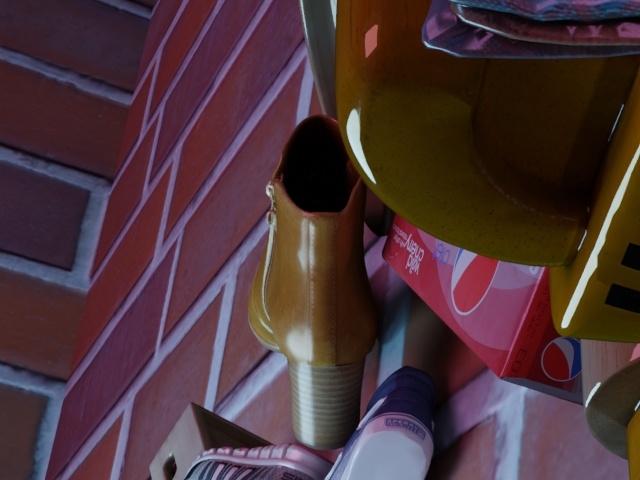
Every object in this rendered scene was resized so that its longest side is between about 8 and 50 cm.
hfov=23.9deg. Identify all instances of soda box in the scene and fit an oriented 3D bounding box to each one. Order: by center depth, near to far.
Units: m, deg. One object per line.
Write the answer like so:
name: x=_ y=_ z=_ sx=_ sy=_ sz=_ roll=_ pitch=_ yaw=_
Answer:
soda box: x=0.117 y=0.013 z=0.912 sx=0.263 sy=0.083 sz=0.092 roll=-133 pitch=62 yaw=-71

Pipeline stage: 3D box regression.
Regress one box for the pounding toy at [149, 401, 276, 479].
pounding toy: x=-0.078 y=0.220 z=1.293 sx=0.100 sy=0.130 sz=0.141 roll=-57 pitch=18 yaw=7

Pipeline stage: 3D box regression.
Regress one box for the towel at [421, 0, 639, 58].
towel: x=0.223 y=-0.145 z=0.316 sx=0.370 sy=0.040 sz=0.271 roll=4 pitch=53 yaw=37

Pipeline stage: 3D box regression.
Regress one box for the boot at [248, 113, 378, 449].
boot: x=-0.001 y=0.000 z=1.155 sx=0.295 sy=0.104 sz=0.211 roll=-103 pitch=12 yaw=-65

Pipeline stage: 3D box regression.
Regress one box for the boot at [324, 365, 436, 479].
boot: x=0.034 y=0.181 z=1.068 sx=0.190 sy=0.069 sz=0.086 roll=-63 pitch=2 yaw=30

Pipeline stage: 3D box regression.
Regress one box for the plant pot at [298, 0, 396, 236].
plant pot: x=0.063 y=-0.129 z=1.119 sx=0.237 sy=0.110 sz=0.237 roll=166 pitch=90 yaw=-82

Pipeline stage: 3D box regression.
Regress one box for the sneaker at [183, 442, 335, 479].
sneaker: x=-0.059 y=0.200 z=1.132 sx=0.170 sy=0.063 sz=0.075 roll=-18 pitch=36 yaw=47

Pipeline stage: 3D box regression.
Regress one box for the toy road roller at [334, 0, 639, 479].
toy road roller: x=0.118 y=-0.047 z=0.568 sx=0.329 sy=0.241 sz=0.202 roll=100 pitch=175 yaw=-55
